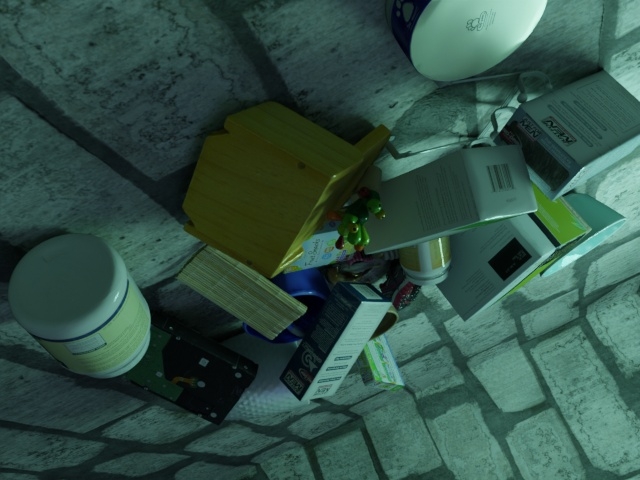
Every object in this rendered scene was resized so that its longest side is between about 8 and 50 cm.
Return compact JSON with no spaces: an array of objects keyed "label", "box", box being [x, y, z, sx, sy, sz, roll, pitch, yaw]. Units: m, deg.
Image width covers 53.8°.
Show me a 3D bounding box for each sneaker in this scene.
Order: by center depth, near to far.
[{"label":"sneaker","box":[0.102,0.050,1.842,0.119,0.047,0.057,-10,168,-18]},{"label":"sneaker","box":[0.268,0.085,1.947,0.121,0.112,0.299,-16,142,-44]}]

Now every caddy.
[{"label":"caddy","box":[-0.087,0.193,1.803,0.241,0.179,0.341,-29,151,14]}]

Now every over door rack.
[{"label":"over door rack","box":[0.332,-0.263,1.396,0.324,0.108,0.239,-5,146,-27]}]

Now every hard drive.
[{"label":"hard drive","box":[-0.377,0.366,1.790,0.339,0.064,0.237,29,117,-12]}]

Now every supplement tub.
[{"label":"supplement tub","box":[-0.511,0.157,1.391,0.235,0.235,0.325,-17,150,-10]},{"label":"supplement tub","box":[0.278,0.007,1.703,0.144,0.144,0.199,-18,121,-8]}]

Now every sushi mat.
[{"label":"sushi mat","box":[-0.201,0.133,1.608,0.316,0.019,0.151,37,119,-19]}]

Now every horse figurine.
[{"label":"horse figurine","box":[0.090,0.143,1.959,0.174,0.066,0.263,-19,149,-18]}]

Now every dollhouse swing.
[{"label":"dollhouse swing","box":[-0.068,-0.151,1.360,0.315,0.305,0.347,29,137,-3]}]

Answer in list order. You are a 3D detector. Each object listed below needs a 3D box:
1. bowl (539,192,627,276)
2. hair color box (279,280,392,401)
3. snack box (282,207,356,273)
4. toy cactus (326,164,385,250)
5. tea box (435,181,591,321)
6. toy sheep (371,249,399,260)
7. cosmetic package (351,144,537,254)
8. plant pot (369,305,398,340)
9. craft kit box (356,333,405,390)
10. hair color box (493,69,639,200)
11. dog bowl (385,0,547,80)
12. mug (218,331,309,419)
[{"label":"bowl","box":[0.784,-0.036,1.996,0.311,0.163,0.311,-28,161,-10]},{"label":"hair color box","box":[0.042,0.285,1.794,0.174,0.105,0.347,10,115,-54]},{"label":"snack box","box":[0.000,0.000,1.649,0.207,0.070,0.174,-10,150,-17]},{"label":"toy cactus","box":[0.080,-0.075,1.331,0.112,0.180,0.219,19,160,0]},{"label":"tea box","box":[0.531,0.020,1.814,0.323,0.220,0.329,-17,154,-43]},{"label":"toy sheep","box":[0.203,0.013,1.800,0.132,0.091,0.091,-32,153,-10]},{"label":"cosmetic package","box":[0.259,-0.085,1.395,0.197,0.155,0.365,-10,174,-34]},{"label":"plant pot","box":[0.133,0.256,2.128,0.237,0.110,0.237,-17,150,-10]},{"label":"craft kit box","box":[0.195,0.418,2.302,0.061,0.250,0.246,-30,150,18]},{"label":"hair color box","box":[0.577,-0.244,1.403,0.374,0.185,0.113,-25,158,-36]},{"label":"dog bowl","box":[0.254,-0.410,1.096,0.265,0.104,0.265,-17,150,-10]},{"label":"mug","box":[-0.235,0.434,2.054,0.328,0.276,0.374,-13,178,-9]}]
